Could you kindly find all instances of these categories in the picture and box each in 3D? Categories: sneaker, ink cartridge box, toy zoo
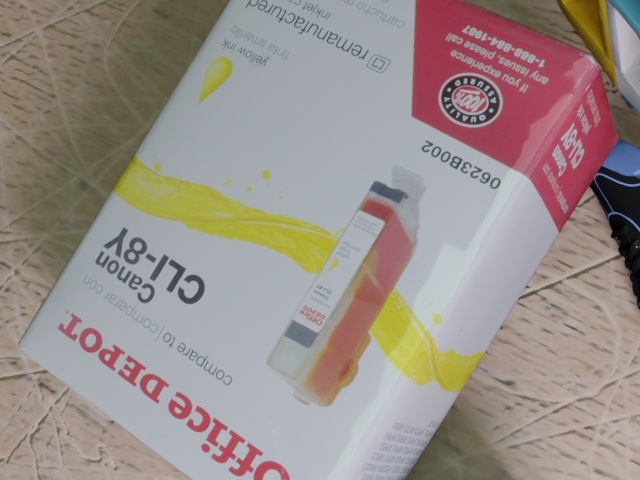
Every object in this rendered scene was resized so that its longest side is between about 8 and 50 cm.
[{"bbox_3d":[0.276,0.023,0.770,0.090,0.081,0.232,-42,79,-4],"label":"sneaker"},{"bbox_3d":[0.000,0.000,0.748,0.279,0.160,0.384,31,89,24],"label":"ink cartridge box"},{"bbox_3d":[0.216,-0.189,0.713,0.030,0.293,0.192,-28,54,4],"label":"toy zoo"}]
